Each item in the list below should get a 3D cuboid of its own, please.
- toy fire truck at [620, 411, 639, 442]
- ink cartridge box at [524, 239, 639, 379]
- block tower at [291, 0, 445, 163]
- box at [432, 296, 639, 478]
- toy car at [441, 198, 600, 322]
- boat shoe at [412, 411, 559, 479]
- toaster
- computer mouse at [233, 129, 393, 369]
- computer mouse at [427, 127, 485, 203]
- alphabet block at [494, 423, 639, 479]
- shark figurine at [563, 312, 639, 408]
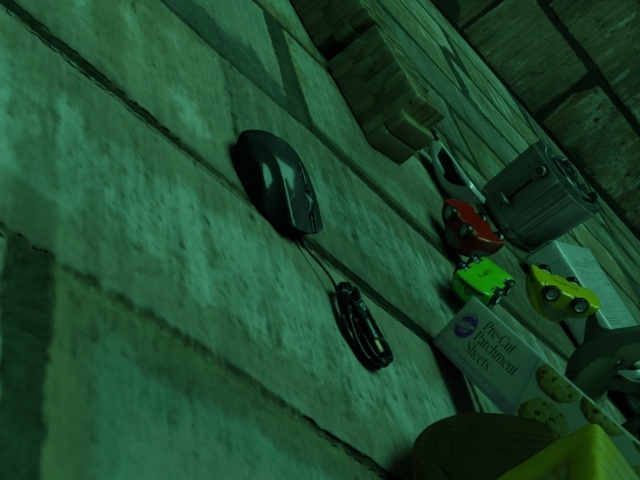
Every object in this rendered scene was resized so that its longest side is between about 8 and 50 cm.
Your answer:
[{"bbox_3d":[0.433,0.305,1.141,0.246,0.158,0.217,53,18,9],"label":"toy fire truck"},{"bbox_3d":[0.490,0.157,1.716,0.330,0.071,0.324,62,19,15],"label":"ink cartridge box"},{"bbox_3d":[0.056,-0.268,1.406,0.097,0.091,0.335,25,33,-56],"label":"block tower"},{"bbox_3d":[0.215,0.162,0.887,0.063,0.067,0.324,42,3,-37],"label":"box"},{"bbox_3d":[0.209,0.045,1.226,0.239,0.053,0.225,37,25,18],"label":"toy car"},{"bbox_3d":[0.107,0.198,0.699,0.285,0.104,0.089,-33,123,-67],"label":"boat shoe"},{"bbox_3d":[0.374,-0.069,1.719,0.227,0.146,0.129,18,40,-59],"label":"toaster"},{"bbox_3d":[0.000,0.000,0.861,0.242,0.041,0.071,58,18,12],"label":"computer mouse"},{"bbox_3d":[0.182,-0.115,1.514,0.106,0.042,0.193,40,16,-47],"label":"computer mouse"},{"bbox_3d":[0.106,0.235,0.454,0.197,0.192,0.193,52,16,0],"label":"alphabet block"},{"bbox_3d":[0.372,0.119,1.239,0.166,0.278,0.116,22,52,-24],"label":"shark figurine"}]
